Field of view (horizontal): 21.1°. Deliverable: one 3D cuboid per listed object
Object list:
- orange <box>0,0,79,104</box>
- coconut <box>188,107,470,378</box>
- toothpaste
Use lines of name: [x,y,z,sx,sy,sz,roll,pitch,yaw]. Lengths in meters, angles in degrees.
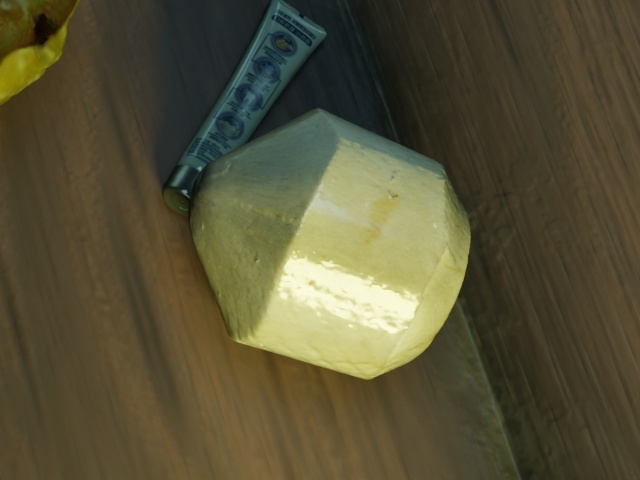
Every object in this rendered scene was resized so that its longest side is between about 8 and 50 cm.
orange: [-0.352,-0.240,1.379,0.271,0.210,0.368,-10,68,-28]
coconut: [0.000,0.000,1.382,0.222,0.202,0.202,19,62,-10]
toothpaste: [-0.068,-0.120,1.505,0.062,0.039,0.239,33,60,-5]
